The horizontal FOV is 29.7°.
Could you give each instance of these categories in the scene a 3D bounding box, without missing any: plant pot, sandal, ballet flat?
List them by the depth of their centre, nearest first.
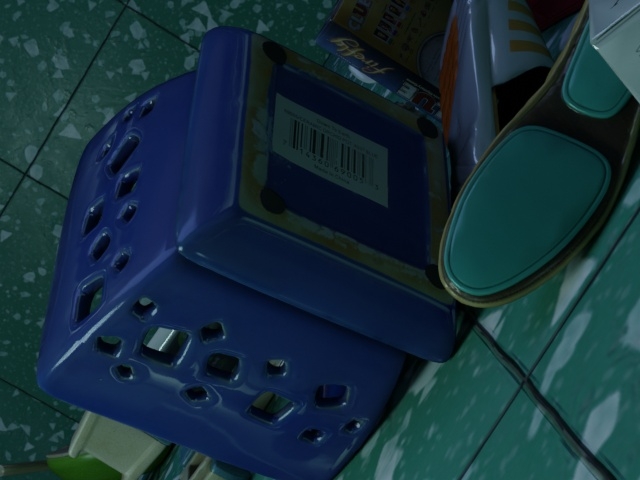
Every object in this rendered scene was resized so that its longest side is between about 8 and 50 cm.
[{"bbox_3d":[0.149,-0.056,0.695,0.232,0.080,0.073,-57,-20,-3],"label":"ballet flat"},{"bbox_3d":[-0.038,0.003,0.847,0.212,0.236,0.236,-44,32,40],"label":"plant pot"},{"bbox_3d":[0.134,-0.091,0.877,0.102,0.076,0.265,104,169,-57],"label":"sandal"}]

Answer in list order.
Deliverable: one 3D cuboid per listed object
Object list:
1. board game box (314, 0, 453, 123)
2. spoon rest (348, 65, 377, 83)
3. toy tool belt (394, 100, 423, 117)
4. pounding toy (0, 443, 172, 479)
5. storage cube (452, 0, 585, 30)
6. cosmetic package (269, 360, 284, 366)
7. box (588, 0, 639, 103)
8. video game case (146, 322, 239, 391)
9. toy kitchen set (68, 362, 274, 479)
[{"bbox_3d":[0.116,-0.238,1.146,0.243,0.165,0.042,-63,9,-30],"label":"board game box"},{"bbox_3d":[0.121,-0.310,1.602,0.276,0.137,0.084,-65,37,41],"label":"spoon rest"},{"bbox_3d":[0.080,-0.134,1.372,0.052,0.051,0.083,-61,8,-17],"label":"toy tool belt"},{"bbox_3d":[-0.310,0.341,1.721,0.237,0.110,0.183,-15,-5,25],"label":"pounding toy"},{"bbox_3d":[0.164,-0.311,1.027,0.215,0.193,0.183,-59,8,-9],"label":"storage cube"},{"bbox_3d":[-0.011,0.103,1.038,0.041,0.060,0.115,-59,7,5],"label":"cosmetic package"},{"bbox_3d":[0.228,-0.203,0.558,0.232,0.058,0.322,-37,20,28],"label":"box"},{"bbox_3d":[-0.122,0.116,1.241,0.190,0.022,0.173,-54,-27,14],"label":"video game case"},{"bbox_3d":[-0.141,0.169,1.187,0.122,0.166,0.207,-56,9,3],"label":"toy kitchen set"}]
